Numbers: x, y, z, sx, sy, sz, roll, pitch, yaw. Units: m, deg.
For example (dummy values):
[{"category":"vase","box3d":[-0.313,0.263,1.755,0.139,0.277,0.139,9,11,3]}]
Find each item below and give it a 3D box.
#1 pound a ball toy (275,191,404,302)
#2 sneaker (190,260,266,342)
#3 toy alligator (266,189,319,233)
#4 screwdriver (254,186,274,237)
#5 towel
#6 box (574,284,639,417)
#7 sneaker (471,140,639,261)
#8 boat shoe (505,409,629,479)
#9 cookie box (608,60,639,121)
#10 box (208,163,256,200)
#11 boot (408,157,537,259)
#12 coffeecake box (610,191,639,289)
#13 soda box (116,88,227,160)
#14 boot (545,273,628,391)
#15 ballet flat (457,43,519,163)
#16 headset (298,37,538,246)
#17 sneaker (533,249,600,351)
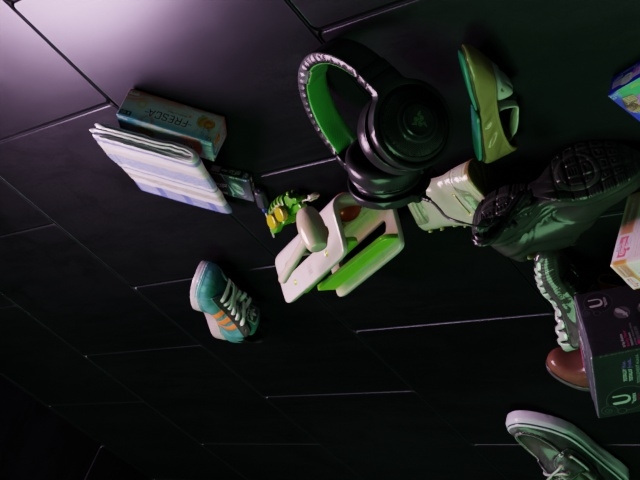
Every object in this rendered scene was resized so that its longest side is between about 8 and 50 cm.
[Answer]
[{"category":"pound a ball toy","box3d":[0.000,0.000,1.934,0.208,0.136,0.319,-5,160,-26]},{"category":"sneaker","box3d":[-0.191,0.137,2.342,0.121,0.108,0.302,12,156,16]},{"category":"toy alligator","box3d":[-0.056,-0.068,1.985,0.051,0.056,0.189,64,147,9]},{"category":"screwdriver","box3d":[-0.100,-0.047,2.071,0.025,0.024,0.170,39,162,32]},{"category":"towel","box3d":[-0.281,-0.128,1.978,0.209,0.034,0.285,17,166,14]},{"category":"box","box3d":[0.561,0.164,1.746,0.270,0.143,0.165,-11,132,8]},{"category":"sneaker","box3d":[0.376,-0.055,1.651,0.286,0.109,0.130,-25,134,34]},{"category":"boat shoe","box3d":[0.546,0.489,2.390,0.335,0.119,0.121,31,148,-14]},{"category":"cookie box","box3d":[0.459,-0.196,1.457,0.107,0.040,0.092,33,147,-18]},{"category":"box","box3d":[-0.163,-0.108,2.018,0.083,0.018,0.067,14,148,14]},{"category":"boot","box3d":[0.251,-0.039,1.803,0.165,0.077,0.213,-16,127,46]},{"category":"coffeecake box","box3d":[0.534,-0.017,1.588,0.068,0.142,0.185,41,145,-27]},{"category":"soda box","box3d":[-0.258,-0.201,1.889,0.183,0.063,0.058,18,152,9]},{"category":"boot","box3d":[0.519,0.169,1.940,0.264,0.096,0.280,13,145,31]},{"category":"ballet flat","box3d":[0.248,-0.205,1.570,0.073,0.080,0.232,-14,144,5]},{"category":"headset","box3d":[0.134,-0.147,1.612,0.394,0.185,0.243,48,158,14]},{"category":"sneaker","box3d":[0.439,0.095,1.849,0.106,0.078,0.234,3,127,42]}]
